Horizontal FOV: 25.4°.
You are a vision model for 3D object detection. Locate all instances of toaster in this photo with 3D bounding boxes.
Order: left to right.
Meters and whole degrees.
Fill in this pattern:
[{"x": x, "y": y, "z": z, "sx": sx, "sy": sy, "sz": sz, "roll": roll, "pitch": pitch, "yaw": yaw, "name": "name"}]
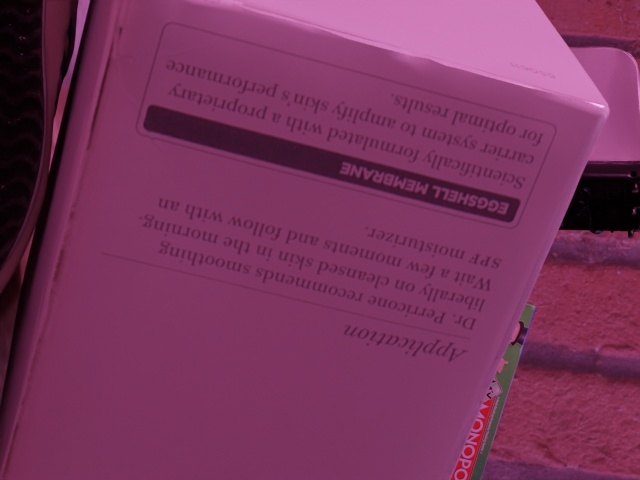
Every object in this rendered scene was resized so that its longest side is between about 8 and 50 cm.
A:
[{"x": 0.169, "y": -0.072, "z": 1.123, "sx": 0.168, "sy": 0.186, "sz": 0.110, "roll": 54, "pitch": 38, "yaw": -71, "name": "toaster"}]

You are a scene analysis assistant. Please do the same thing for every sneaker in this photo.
[{"x": -0.105, "y": -0.048, "z": 0.476, "sx": 0.075, "sy": 0.057, "sz": 0.161, "roll": 48, "pitch": 46, "yaw": -76, "name": "sneaker"}]

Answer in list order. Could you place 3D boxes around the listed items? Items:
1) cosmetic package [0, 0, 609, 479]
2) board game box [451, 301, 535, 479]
[{"x": -0.027, "y": -0.006, "z": 0.494, "sx": 0.224, "sy": 0.138, "sz": 0.224, "roll": -101, "pitch": -152, "yaw": -61, "name": "cosmetic package"}, {"x": 0.079, "y": 0.122, "z": 1.302, "sx": 0.317, "sy": 0.046, "sz": 0.213, "roll": -150, "pitch": -104, "yaw": -70, "name": "board game box"}]
